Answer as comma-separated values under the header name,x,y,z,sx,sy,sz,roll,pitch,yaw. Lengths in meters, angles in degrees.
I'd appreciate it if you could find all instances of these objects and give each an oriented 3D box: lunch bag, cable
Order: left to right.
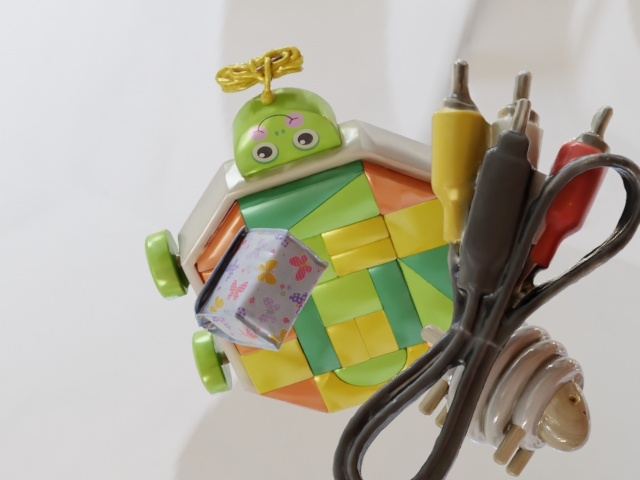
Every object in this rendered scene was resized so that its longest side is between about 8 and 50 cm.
name,x,y,z,sx,sy,sz,roll,pitch,yaw
lunch bag,-0.045,0.030,1.284,0.053,0.083,0.071,38,-105,-24
cable,0.104,0.037,1.181,0.072,0.139,0.287,42,-115,-84

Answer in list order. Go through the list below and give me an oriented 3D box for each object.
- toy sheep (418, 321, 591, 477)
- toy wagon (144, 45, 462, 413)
name,x,y,z,sx,sy,sz,roll,pitch,yaw
toy sheep,0.112,0.089,1.218,0.091,0.132,0.091,-40,-31,-30
toy wagon,0.000,0.000,1.554,0.267,0.068,0.344,-18,-48,5
